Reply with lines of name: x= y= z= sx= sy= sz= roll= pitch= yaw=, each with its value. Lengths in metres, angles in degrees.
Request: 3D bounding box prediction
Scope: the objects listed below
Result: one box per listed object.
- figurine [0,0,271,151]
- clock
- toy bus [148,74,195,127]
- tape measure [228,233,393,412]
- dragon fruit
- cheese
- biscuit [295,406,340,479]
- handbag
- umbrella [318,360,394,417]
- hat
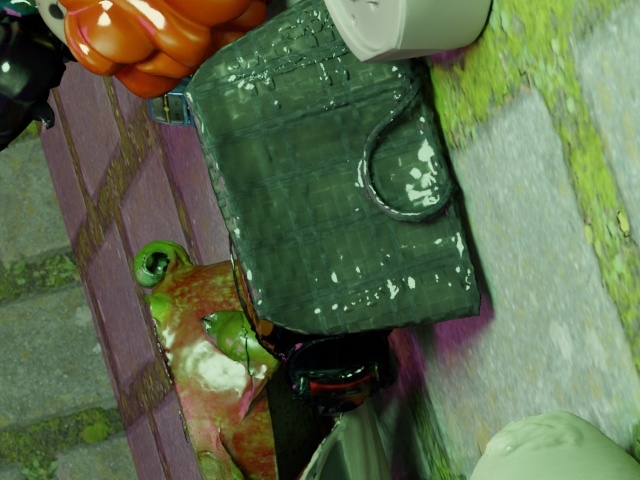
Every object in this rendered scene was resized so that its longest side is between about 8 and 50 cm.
figurine: x=-0.221 y=-0.227 z=1.747 sx=0.241 sy=0.412 sz=0.306 roll=53 pitch=-144 yaw=-18
clock: x=0.046 y=-0.219 z=1.278 sx=0.197 sy=0.068 sz=0.196 roll=164 pitch=90 yaw=-75
toy bus: x=-0.138 y=-0.177 z=1.923 sx=0.153 sy=0.061 sz=0.051 roll=-79 pitch=-13 yaw=-47
tape measure: x=0.000 y=0.000 z=1.548 sx=0.202 sy=0.135 sz=0.222 roll=-108 pitch=14 yaw=-53
dragon fruit: x=-0.083 y=0.132 z=1.769 sx=0.268 sy=0.130 sz=0.295 roll=102 pitch=151 yaw=-89
cheese: x=0.158 y=0.227 z=1.152 sx=0.189 sy=0.154 sz=0.198 roll=42 pitch=144 yaw=55
biscuit: x=-0.008 y=0.192 z=1.933 sx=0.305 sy=0.038 sz=0.305 roll=165 pitch=90 yaw=-75
handbag: x=0.010 y=-0.053 z=1.392 sx=0.089 sy=0.175 sz=0.270 roll=-10 pitch=-98 yaw=-81
umbrella: x=0.002 y=0.055 z=1.726 sx=0.071 sy=0.080 sz=0.224 roll=35 pitch=-151 yaw=-54
hat: x=0.046 y=0.268 z=1.601 sx=0.232 sy=0.161 sz=0.275 roll=118 pitch=146 yaw=-68
